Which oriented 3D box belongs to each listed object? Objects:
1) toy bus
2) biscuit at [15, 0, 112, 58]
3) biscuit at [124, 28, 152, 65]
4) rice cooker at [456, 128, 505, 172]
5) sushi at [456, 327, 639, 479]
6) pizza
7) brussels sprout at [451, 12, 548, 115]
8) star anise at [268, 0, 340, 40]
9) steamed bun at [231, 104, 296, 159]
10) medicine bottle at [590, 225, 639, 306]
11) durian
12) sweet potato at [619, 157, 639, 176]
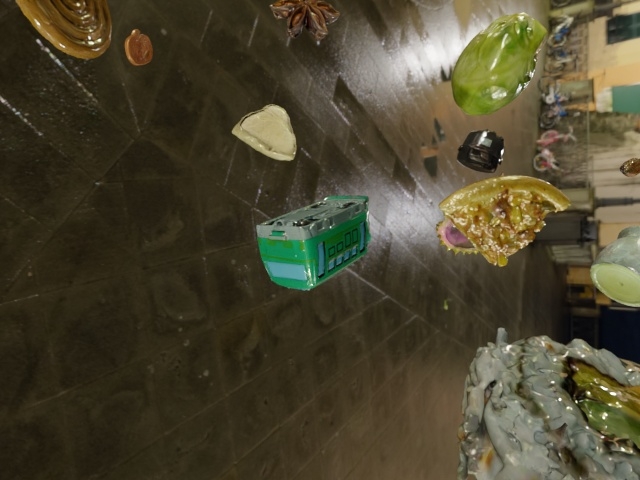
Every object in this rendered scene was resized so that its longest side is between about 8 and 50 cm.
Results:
[{"bbox_3d":[0.000,0.000,1.186,0.343,0.183,0.200,-27,113,-49],"label":"toy bus"},{"bbox_3d":[-0.559,-0.537,0.937,0.262,0.037,0.262,-6,90,-72],"label":"biscuit"},{"bbox_3d":[-0.437,-0.463,1.021,0.091,0.015,0.078,-59,151,-59],"label":"biscuit"},{"bbox_3d":[0.517,-0.283,1.375,0.203,0.142,0.118,-7,119,-77],"label":"rice cooker"},{"bbox_3d":[0.319,0.235,0.403,0.417,0.417,0.176,-6,113,-57],"label":"sushi"},{"bbox_3d":[0.480,-0.092,1.113,0.268,0.258,0.087,40,9,-17],"label":"pizza"},{"bbox_3d":[0.382,-0.380,0.933,0.223,0.161,0.223,-58,173,-11],"label":"brussels sprout"},{"bbox_3d":[-0.054,-0.811,1.547,0.220,0.099,0.214,40,77,-2],"label":"star anise"},{"bbox_3d":[-0.184,-0.389,1.556,0.231,0.110,0.212,30,54,-11],"label":"steamed bun"},{"bbox_3d":[0.735,0.058,0.993,0.143,0.147,0.147,-40,127,-15],"label":"medicine bottle"},{"bbox_3d":[0.503,-0.052,1.347,0.153,0.260,0.187,23,49,-49],"label":"durian"},{"bbox_3d":[0.843,-0.195,1.158,0.117,0.049,0.049,-22,108,-41],"label":"sweet potato"}]
